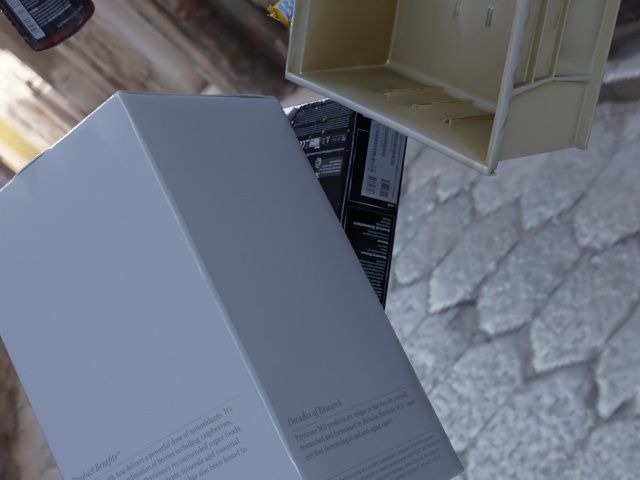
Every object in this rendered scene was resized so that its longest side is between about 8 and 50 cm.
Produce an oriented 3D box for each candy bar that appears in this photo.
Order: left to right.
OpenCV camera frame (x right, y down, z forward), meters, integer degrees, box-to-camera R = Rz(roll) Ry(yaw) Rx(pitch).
[{"bbox_3d":[-0.003,-0.329,1.511,0.161,0.040,0.018,-45,-17,-17],"label":"candy bar"}]

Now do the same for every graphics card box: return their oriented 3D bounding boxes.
[{"bbox_3d":[0.000,0.000,1.567,0.233,0.094,0.371,-5,77,59],"label":"graphics card box"}]

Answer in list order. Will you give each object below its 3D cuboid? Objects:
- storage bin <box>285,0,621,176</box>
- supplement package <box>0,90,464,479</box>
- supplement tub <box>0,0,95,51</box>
[{"bbox_3d":[0.111,-0.225,0.978,0.262,0.123,0.260,32,123,44],"label":"storage bin"},{"bbox_3d":[-0.072,0.070,0.777,0.177,0.293,0.175,-33,-12,31],"label":"supplement package"},{"bbox_3d":[-0.385,-0.347,1.517,0.106,0.198,0.106,-25,30,16],"label":"supplement tub"}]
